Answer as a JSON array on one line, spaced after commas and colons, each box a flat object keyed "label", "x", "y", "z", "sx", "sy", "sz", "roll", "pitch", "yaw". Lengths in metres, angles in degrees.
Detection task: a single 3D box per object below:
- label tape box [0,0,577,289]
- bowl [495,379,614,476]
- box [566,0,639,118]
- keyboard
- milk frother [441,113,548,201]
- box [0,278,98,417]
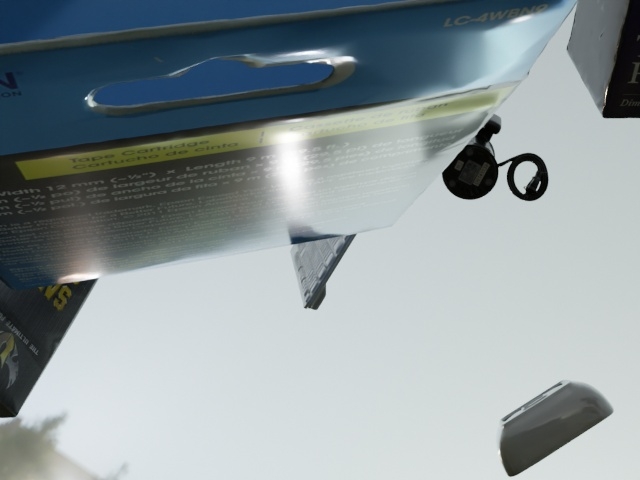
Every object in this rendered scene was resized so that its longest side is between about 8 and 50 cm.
[{"label": "label tape box", "x": -0.060, "y": -0.073, "z": 0.477, "sx": 0.249, "sy": 0.115, "sz": 0.348, "roll": -9, "pitch": -12, "yaw": -9}, {"label": "bowl", "x": 0.256, "y": 0.204, "z": 1.131, "sx": 0.053, "sy": 0.142, "sz": 0.142, "roll": 58, "pitch": 5, "yaw": 10}, {"label": "box", "x": 0.309, "y": -0.178, "z": 0.631, "sx": 0.261, "sy": 0.103, "sz": 0.184, "roll": -1, "pitch": -54, "yaw": -3}, {"label": "keyboard", "x": 0.000, "y": 0.000, "z": 0.827, "sx": 0.014, "sy": 0.072, "sz": 0.256, "roll": 25, "pitch": 6, "yaw": -7}, {"label": "milk frother", "x": 0.265, "y": -0.111, "z": 1.531, "sx": 0.143, "sy": 0.129, "sz": 0.135, "roll": 44, "pitch": 16, "yaw": -5}, {"label": "box", "x": -0.258, "y": -0.016, "z": 0.703, "sx": 0.056, "sy": 0.183, "sz": 0.231, "roll": -8, "pitch": -48, "yaw": 32}]
